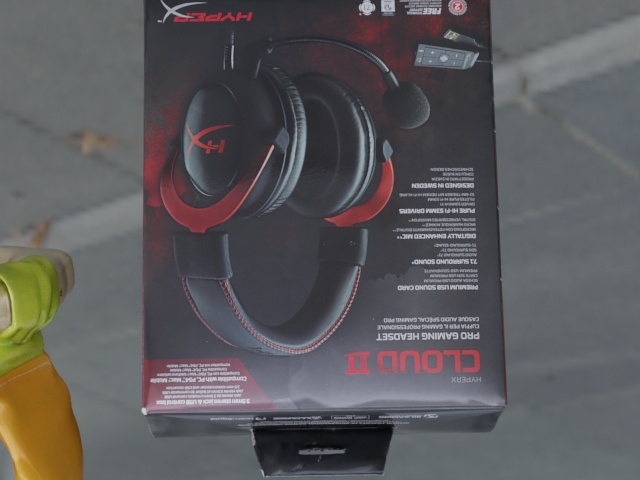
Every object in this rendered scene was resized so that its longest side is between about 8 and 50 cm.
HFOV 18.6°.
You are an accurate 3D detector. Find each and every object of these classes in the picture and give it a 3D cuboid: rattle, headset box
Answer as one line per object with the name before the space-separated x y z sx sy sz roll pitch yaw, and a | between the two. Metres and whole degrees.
rattle | -0.230 0.066 1.053 0.199 0.130 0.143 -5 118 5
headset box | 0.000 0.000 1.205 0.218 0.293 0.110 0 167 -1
